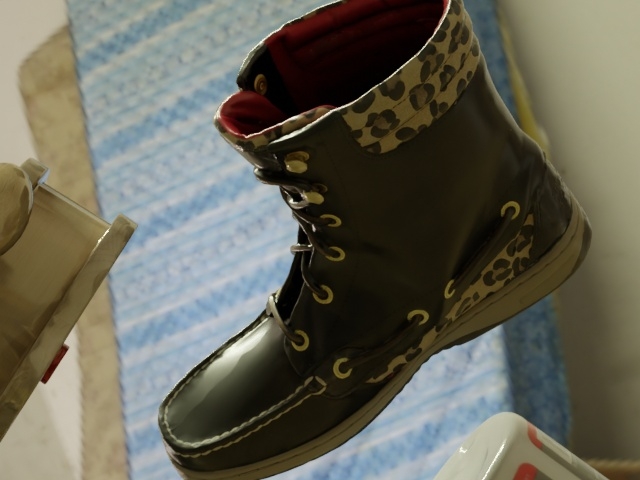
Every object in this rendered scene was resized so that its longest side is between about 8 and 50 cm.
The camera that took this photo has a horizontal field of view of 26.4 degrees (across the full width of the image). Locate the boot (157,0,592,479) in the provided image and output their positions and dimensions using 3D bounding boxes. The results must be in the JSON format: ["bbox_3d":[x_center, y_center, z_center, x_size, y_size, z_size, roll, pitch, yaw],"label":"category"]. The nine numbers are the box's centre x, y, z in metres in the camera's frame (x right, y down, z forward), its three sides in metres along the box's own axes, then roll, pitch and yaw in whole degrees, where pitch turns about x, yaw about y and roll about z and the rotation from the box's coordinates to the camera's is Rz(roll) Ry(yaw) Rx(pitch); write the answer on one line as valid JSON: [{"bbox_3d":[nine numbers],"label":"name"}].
[{"bbox_3d":[0.000,0.000,0.991,0.377,0.138,0.284,-30,-46,1],"label":"boot"}]

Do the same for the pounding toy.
[{"bbox_3d":[-0.215,0.024,0.802,0.269,0.155,0.154,-51,10,40],"label":"pounding toy"}]

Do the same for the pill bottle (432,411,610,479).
[{"bbox_3d":[0.220,0.282,1.108,0.161,0.283,0.161,-54,3,4],"label":"pill bottle"}]
